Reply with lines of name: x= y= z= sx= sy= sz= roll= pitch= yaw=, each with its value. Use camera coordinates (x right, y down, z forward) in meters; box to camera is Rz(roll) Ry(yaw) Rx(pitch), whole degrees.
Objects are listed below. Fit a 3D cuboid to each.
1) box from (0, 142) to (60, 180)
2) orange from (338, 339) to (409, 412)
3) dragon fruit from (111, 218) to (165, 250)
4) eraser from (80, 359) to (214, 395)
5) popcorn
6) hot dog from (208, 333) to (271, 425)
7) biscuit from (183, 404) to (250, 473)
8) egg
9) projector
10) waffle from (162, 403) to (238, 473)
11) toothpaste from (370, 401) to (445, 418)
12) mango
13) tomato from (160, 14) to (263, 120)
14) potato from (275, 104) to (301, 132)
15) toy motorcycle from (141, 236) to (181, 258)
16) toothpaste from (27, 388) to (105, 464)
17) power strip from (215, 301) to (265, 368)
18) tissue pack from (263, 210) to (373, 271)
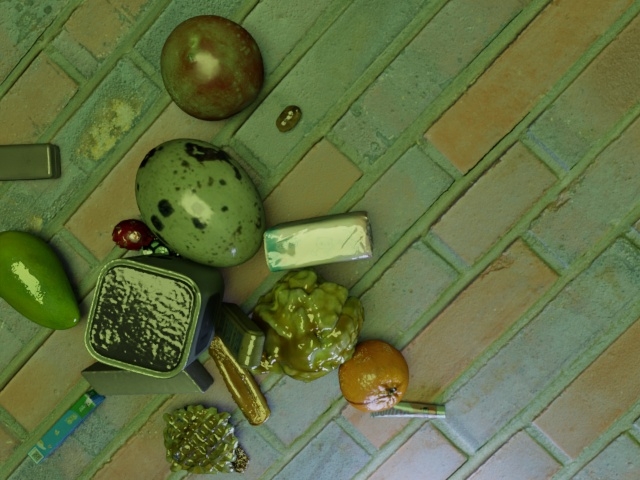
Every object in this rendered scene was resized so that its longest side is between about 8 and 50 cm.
box: x=-0.879 y=-0.225 z=1.679 sx=0.244 sy=0.055 sz=0.103 roll=-1 pitch=94 yaw=7
orange: x=0.143 y=0.363 z=1.545 sx=0.194 sy=0.161 sz=0.193 roll=-4 pitch=106 yaw=-13
dragon fruit: x=-0.496 y=-0.009 z=1.638 sx=0.191 sy=0.094 sz=0.094 roll=12 pitch=95 yaw=0
eraser: x=-0.486 y=0.386 z=1.648 sx=0.353 sy=0.111 sz=0.077 roll=-3 pitch=96 yaw=6
popcorn: x=-0.040 y=0.220 z=1.508 sx=0.279 sy=0.335 sz=0.274 roll=20 pitch=55 yaw=-6
hot dog: x=-0.234 y=0.388 z=1.645 sx=0.083 sy=0.068 sz=0.288 roll=-29 pitch=86 yaw=-16
biscuit: x=-0.307 y=0.578 z=1.684 sx=0.237 sy=0.026 sz=0.131 roll=21 pitch=97 yaw=5
egg: x=-0.308 y=-0.093 z=1.508 sx=0.288 sy=0.287 sz=0.379 roll=-37 pitch=86 yaw=7
projector: x=-0.393 y=0.172 z=1.427 sx=0.249 sy=0.249 sz=0.248 roll=15 pitch=93 yaw=3
waffle: x=-0.341 y=0.566 z=1.646 sx=0.224 sy=0.054 sz=0.203 roll=-1 pitch=93 yaw=7
toothpaste: x=0.241 y=0.470 z=1.614 sx=0.205 sy=0.036 sz=0.056 roll=0 pitch=96 yaw=10
mango: x=-0.808 y=0.115 z=1.645 sx=0.192 sy=0.156 sz=0.343 roll=-42 pitch=92 yaw=16
tomato: x=-0.288 y=-0.451 z=1.517 sx=0.270 sy=0.222 sz=0.270 roll=0 pitch=91 yaw=8
potato: x=-0.088 y=-0.334 z=1.592 sx=0.051 sy=0.040 sz=0.083 roll=42 pitch=96 yaw=7
toy motorcycle: x=-0.428 y=0.157 z=1.607 sx=0.196 sy=0.125 sz=0.331 roll=-21 pitch=95 yaw=4
toothpaste: x=-0.747 y=0.546 z=1.711 sx=0.266 sy=0.065 sz=0.050 roll=-45 pitch=85 yaw=8
power strip: x=-0.219 y=0.228 z=1.486 sx=0.066 sy=0.387 sz=0.092 roll=13 pitch=91 yaw=-21
tissue pack: x=0.000 y=0.000 z=1.525 sx=0.271 sy=0.201 sz=0.124 roll=-8 pitch=99 yaw=7
